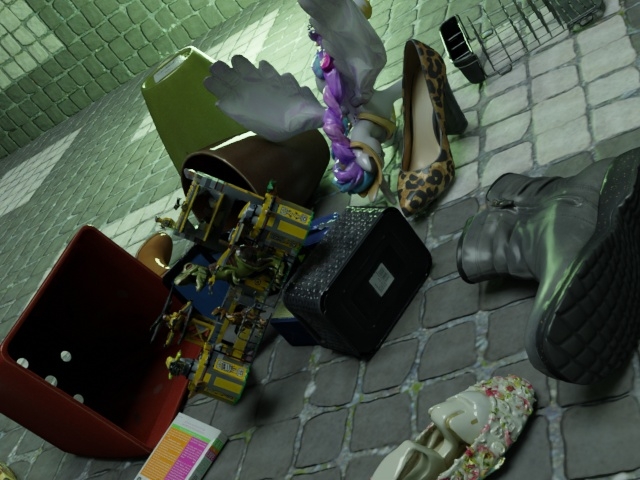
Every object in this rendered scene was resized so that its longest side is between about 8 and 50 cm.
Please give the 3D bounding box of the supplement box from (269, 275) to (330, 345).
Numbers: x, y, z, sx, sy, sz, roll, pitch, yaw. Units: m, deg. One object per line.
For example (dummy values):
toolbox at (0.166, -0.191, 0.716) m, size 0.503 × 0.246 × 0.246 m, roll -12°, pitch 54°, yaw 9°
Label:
supplement box at (-0.012, 0.100, 1.081) m, size 0.083 × 0.056 × 0.083 m, roll -9°, pitch 41°, yaw 43°

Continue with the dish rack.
dish rack at (0.354, -0.393, 1.347) m, size 0.272 × 0.074 × 0.208 m, roll -28°, pitch 31°, yaw 18°

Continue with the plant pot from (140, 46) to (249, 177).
plant pot at (-0.227, -0.243, 1.578) m, size 0.275 × 0.293 × 0.274 m, roll -29°, pitch 30°, yaw 19°

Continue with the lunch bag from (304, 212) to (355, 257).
lunch bag at (0.000, 0.000, 1.202) m, size 0.098 × 0.065 × 0.067 m, roll -18°, pitch 34°, yaw 32°

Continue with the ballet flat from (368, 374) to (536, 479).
ballet flat at (0.118, 0.211, 0.749) m, size 0.241 × 0.077 × 0.091 m, roll -45°, pitch 28°, yaw -12°

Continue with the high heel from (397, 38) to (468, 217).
high heel at (0.140, -0.176, 1.161) m, size 0.093 × 0.186 × 0.261 m, roll -7°, pitch 42°, yaw 38°

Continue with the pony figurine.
pony figurine at (0.037, -0.262, 1.267) m, size 0.303 × 0.351 × 0.363 m, roll -32°, pitch 22°, yaw 37°

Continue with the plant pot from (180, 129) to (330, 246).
plant pot at (-0.093, -0.119, 1.368) m, size 0.215 × 0.215 × 0.230 m, roll -1°, pitch 32°, yaw 49°

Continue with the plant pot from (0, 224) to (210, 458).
plant pot at (-0.373, 0.189, 1.192) m, size 0.236 × 0.267 × 0.267 m, roll -33°, pitch 26°, yaw 37°

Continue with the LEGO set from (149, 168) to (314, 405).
LEGO set at (-0.156, 0.044, 1.041) m, size 0.255 × 0.192 × 0.331 m, roll -98°, pitch 31°, yaw -74°

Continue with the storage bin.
storage bin at (0.052, 0.051, 1.007) m, size 0.084 × 0.122 × 0.180 m, roll 5°, pitch 51°, yaw 53°

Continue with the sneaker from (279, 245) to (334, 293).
sneaker at (-0.009, 0.043, 1.140) m, size 0.170 × 0.075 × 0.063 m, roll -11°, pitch 39°, yaw 41°

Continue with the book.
book at (-0.198, 0.311, 1.023) m, size 0.096 × 0.035 × 0.144 m, roll 4°, pitch 51°, yaw 48°

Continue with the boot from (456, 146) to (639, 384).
boot at (0.244, 0.031, 0.849) m, size 0.223 × 0.118 × 0.338 m, roll -11°, pitch 28°, yaw 46°

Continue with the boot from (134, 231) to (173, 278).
boot at (-0.303, 0.065, 1.461) m, size 0.152 × 0.073 × 0.197 m, roll -8°, pitch 53°, yaw 45°

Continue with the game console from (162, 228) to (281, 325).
game console at (-0.151, 0.068, 1.198) m, size 0.124 × 0.144 × 0.085 m, roll -15°, pitch 37°, yaw 36°

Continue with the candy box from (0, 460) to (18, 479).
candy box at (-0.576, 0.454, 1.236) m, size 0.186 × 0.053 × 0.109 m, roll -49°, pitch 29°, yaw -20°
